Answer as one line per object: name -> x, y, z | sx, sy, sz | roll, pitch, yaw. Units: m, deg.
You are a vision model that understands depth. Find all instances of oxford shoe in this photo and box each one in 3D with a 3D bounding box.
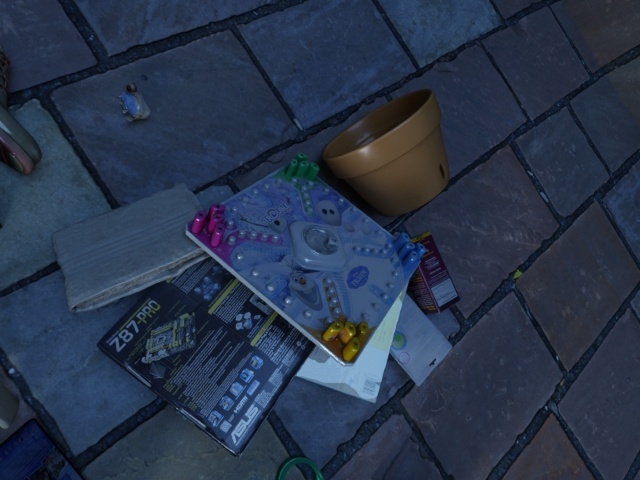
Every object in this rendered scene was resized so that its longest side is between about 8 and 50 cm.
oxford shoe -> -0.621, -0.303, 0.808 | 0.146, 0.140, 0.397 | -41, 98, -34

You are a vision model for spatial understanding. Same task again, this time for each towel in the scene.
towel -> -0.346, 0.004, 0.848 | 0.282, 0.049, 0.187 | -24, 57, -18

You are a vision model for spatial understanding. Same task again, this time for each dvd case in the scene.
dvd case -> -0.418, 0.416, 0.691 | 0.022, 0.180, 0.253 | -35, 97, -1

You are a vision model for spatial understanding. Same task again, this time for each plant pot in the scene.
plant pot -> 0.178, -0.196, 1.076 | 0.291, 0.290, 0.204 | -46, 114, -26

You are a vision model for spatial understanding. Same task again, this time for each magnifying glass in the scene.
magnifying glass -> 0.004, 0.541, 0.941 | 0.231, 0.026, 0.092 | 40, 64, -8

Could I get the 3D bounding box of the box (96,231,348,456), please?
box -> -0.161, 0.149, 0.874 | 0.318, 0.097, 0.395 | 36, 62, 3

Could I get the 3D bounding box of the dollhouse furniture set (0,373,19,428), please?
dollhouse furniture set -> -0.634, 0.381, 0.653 | 0.303, 0.286, 0.198 | -19, 126, -3

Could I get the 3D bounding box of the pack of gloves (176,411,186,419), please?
pack of gloves -> -0.203, 0.239, 0.906 | 0.232, 0.046, 0.195 | -25, 75, -20

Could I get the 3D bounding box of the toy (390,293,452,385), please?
toy -> 0.192, 0.214, 1.087 | 0.137, 0.056, 0.237 | -39, 90, -23

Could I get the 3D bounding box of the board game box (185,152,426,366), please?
board game box -> 0.000, 0.000, 0.915 | 0.390, 0.050, 0.390 | 39, 41, 7

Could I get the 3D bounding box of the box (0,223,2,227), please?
box -> -0.628, -0.085, 0.736 | 0.093, 0.158, 0.156 | -33, 91, -27

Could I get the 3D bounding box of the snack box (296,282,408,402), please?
snack box -> 0.075, 0.174, 1.009 | 0.187, 0.060, 0.322 | 20, 73, -3

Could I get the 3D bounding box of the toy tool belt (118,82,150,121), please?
toy tool belt -> -0.401, -0.293, 0.950 | 0.051, 0.052, 0.083 | -29, 89, -36

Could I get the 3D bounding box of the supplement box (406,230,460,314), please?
supplement box -> 0.253, 0.085, 1.119 | 0.080, 0.104, 0.188 | -23, 88, -27
